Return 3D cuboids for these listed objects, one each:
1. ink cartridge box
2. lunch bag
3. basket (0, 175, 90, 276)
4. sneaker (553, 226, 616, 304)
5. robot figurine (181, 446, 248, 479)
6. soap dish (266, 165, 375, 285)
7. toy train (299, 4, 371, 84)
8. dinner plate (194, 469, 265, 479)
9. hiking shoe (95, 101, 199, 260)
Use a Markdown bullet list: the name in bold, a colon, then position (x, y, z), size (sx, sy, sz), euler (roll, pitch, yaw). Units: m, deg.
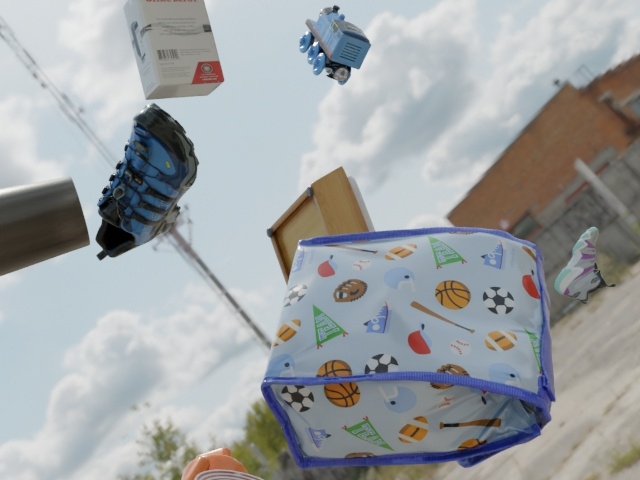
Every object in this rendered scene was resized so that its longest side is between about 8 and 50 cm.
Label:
- **ink cartridge box**: position (-0.197, -0.263, 1.266), size (0.099, 0.135, 0.056), euler (-10, -9, -33)
- **lunch bag**: position (0.146, 0.154, 1.401), size (0.385, 0.239, 0.328), euler (-8, 40, 17)
- **basket**: position (-0.527, -0.023, 1.639), size (0.226, 0.154, 0.204), euler (-17, 24, -18)
- **sneaker**: position (0.356, 0.037, 1.234), size (0.098, 0.069, 0.038), euler (-62, -20, 3)
- **robot figurine**: position (-0.193, 0.468, 1.677), size (0.219, 0.128, 0.158), euler (-90, 16, -57)
- **soap dish**: position (0.000, 0.000, 2.157), size (0.118, 0.229, 0.291), euler (-8, -21, -33)
- **toy train**: position (0.023, -0.358, 1.717), size (0.080, 0.184, 0.105), euler (16, -62, -28)
- **dinner plate**: position (-0.127, 0.391, 1.467), size (0.141, 0.141, 0.017), euler (-1, -74, -73)
- **hiking shoe**: position (-0.267, -0.074, 1.416), size (0.132, 0.113, 0.304), euler (-45, -14, -34)
